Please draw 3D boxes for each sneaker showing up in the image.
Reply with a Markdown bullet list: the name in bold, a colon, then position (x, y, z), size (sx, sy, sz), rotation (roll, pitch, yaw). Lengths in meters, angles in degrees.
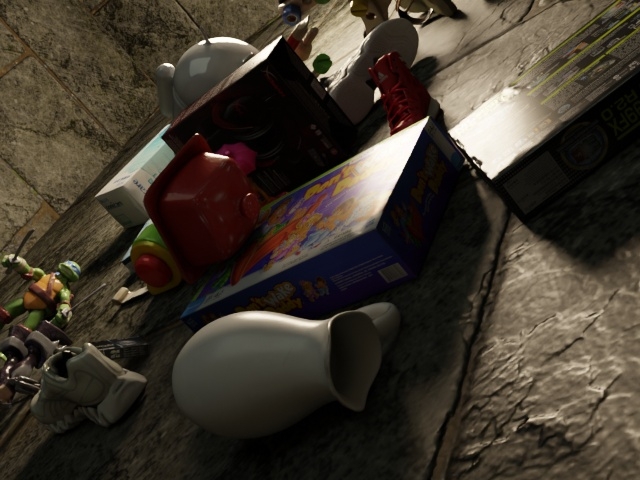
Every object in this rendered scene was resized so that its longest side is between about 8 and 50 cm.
- **sneaker**: position (0.106, -0.191, 1.253), size (0.087, 0.128, 0.221), rotation (-34, 20, 22)
- **sneaker**: position (-0.374, 0.216, 1.310), size (0.292, 0.118, 0.110), rotation (-22, 28, 48)
- **sneaker**: position (0.068, -0.315, 1.646), size (0.268, 0.101, 0.153), rotation (-52, 24, -23)

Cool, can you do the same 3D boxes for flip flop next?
- **flip flop**: position (0.201, -0.491, 1.809), size (0.080, 0.112, 0.277), rotation (-54, 22, 9)

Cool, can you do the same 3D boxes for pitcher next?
- **pitcher**: position (-0.031, 0.119, 0.874), size (0.207, 0.125, 0.178), rotation (-15, 9, 33)

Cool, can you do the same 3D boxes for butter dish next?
- **butter dish**: position (-0.135, -0.044, 1.167), size (0.118, 0.159, 0.160), rotation (0, 40, 30)

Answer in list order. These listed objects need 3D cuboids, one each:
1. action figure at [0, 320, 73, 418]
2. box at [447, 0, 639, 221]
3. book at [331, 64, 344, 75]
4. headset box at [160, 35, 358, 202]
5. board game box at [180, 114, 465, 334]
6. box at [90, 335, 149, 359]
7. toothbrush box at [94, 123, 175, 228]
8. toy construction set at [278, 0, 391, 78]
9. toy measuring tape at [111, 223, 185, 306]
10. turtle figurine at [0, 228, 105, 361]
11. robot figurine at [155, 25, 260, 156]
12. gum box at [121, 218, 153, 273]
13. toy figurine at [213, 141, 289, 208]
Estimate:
- **action figure**: position (-0.586, 0.273, 1.642), size (0.185, 0.099, 0.285), rotation (-23, 29, 28)
- **box**: position (0.281, -0.155, 0.937), size (0.270, 0.060, 0.216), rotation (-38, 18, 9)
- **book**: position (0.053, -0.349, 1.871), size (0.096, 0.035, 0.144), rotation (-53, 21, -25)
- **headset box**: position (-0.118, -0.181, 1.535), size (0.293, 0.218, 0.110), rotation (-29, 22, 30)
- **board game box**: position (0.000, 0.000, 1.112), size (0.347, 0.078, 0.233), rotation (-26, 24, 39)
- **box**: position (-0.318, 0.171, 1.375), size (0.083, 0.018, 0.067), rotation (-6, 8, -19)
- **toothbrush box**: position (-0.422, -0.182, 2.280), size (0.295, 0.126, 0.216), rotation (-50, 21, -27)
- **toy construction set**: position (0.048, -0.477, 1.688), size (0.309, 0.257, 0.237), rotation (-54, 5, -36)
- **toy measuring tape**: position (-0.321, 0.041, 1.601), size (0.330, 0.121, 0.121), rotation (-22, 27, 45)
- **turtle figurine**: position (-0.653, 0.129, 1.932), size (0.266, 0.198, 0.275), rotation (-51, 17, -15)
- **robot figurine**: position (-0.196, -0.258, 1.747), size (0.353, 0.300, 0.199), rotation (100, -167, -48)
- **gum box**: position (-0.341, -0.025, 1.900), size (0.157, 0.041, 0.184), rotation (-33, 21, 25)
- **toy figurine**: position (-0.121, -0.087, 1.422), size (0.130, 0.159, 0.173), rotation (-51, 20, -27)
